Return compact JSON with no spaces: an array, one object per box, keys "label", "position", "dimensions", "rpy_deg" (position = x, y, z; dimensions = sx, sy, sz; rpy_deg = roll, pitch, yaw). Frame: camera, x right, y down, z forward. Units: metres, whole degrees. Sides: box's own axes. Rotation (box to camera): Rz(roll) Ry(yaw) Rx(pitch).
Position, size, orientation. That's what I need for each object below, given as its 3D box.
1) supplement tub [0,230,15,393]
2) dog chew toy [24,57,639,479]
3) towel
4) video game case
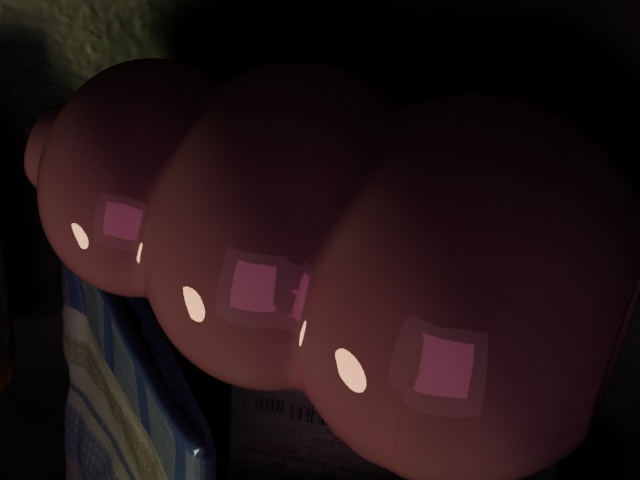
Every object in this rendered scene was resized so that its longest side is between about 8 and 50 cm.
[{"label":"supplement tub","position":[-0.243,0.012,1.166],"dimensions":[0.106,0.106,0.198],"rpy_deg":[10,133,9]},{"label":"dog chew toy","position":[0.000,0.000,1.019],"dimensions":[0.331,0.207,0.207],"rpy_deg":[19,135,11]},{"label":"towel","position":[-0.120,0.156,1.209],"dimensions":[0.034,0.209,0.285],"rpy_deg":[-13,136,-22]},{"label":"video game case","position":[0.043,0.167,1.273],"dimensions":[0.212,0.023,0.193],"rpy_deg":[11,134,7]}]
